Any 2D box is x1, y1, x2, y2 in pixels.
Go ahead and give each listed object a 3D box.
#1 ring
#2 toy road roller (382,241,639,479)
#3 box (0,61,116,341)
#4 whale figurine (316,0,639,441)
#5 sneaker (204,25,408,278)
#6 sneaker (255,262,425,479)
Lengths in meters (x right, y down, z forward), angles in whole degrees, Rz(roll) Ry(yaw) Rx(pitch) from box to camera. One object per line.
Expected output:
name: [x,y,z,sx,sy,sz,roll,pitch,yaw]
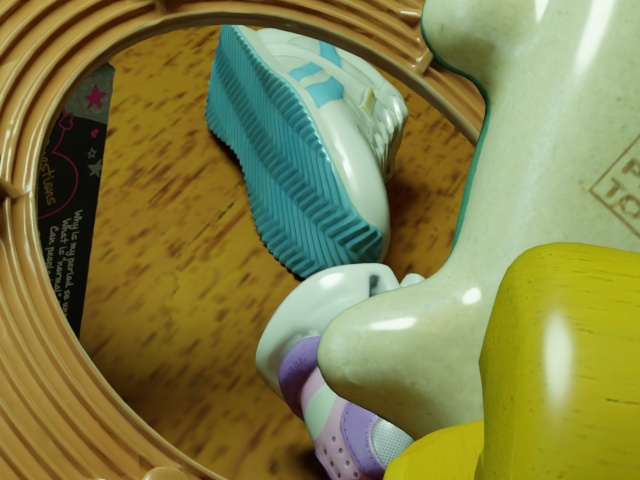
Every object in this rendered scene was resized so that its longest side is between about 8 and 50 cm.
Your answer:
ring: [0.000,0.000,0.720,0.336,0.032,0.337,14,54,-20]
toy road roller: [0.091,0.150,0.478,0.202,0.241,0.329,10,27,-6]
box: [-0.212,-0.051,0.822,0.142,0.163,0.247,-11,36,-37]
whale figurine: [0.114,-0.012,0.708,0.216,0.141,0.272,42,73,0]
sneaker: [0.006,-0.054,1.015,0.092,0.087,0.229,5,29,-19]
sneaker: [0.091,0.082,0.791,0.236,0.095,0.104,7,42,-23]
